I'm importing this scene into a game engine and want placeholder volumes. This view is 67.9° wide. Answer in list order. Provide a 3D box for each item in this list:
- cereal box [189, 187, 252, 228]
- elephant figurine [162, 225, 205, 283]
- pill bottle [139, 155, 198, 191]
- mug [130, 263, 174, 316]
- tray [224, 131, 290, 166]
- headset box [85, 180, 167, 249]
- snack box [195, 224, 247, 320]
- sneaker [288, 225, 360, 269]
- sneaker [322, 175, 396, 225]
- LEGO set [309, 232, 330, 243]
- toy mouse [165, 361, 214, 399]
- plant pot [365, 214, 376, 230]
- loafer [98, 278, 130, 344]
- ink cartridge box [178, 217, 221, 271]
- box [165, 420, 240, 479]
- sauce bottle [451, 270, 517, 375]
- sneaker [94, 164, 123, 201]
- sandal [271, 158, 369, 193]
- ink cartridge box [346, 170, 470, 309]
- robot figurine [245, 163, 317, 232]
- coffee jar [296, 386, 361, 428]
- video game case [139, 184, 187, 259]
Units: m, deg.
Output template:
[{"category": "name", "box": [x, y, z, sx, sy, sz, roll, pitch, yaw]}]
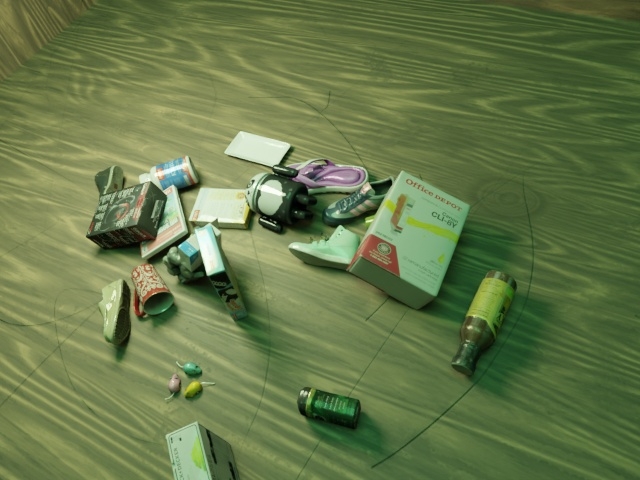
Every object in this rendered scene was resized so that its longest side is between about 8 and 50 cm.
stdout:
[{"category": "cereal box", "box": [-0.396, -0.132, 1.934, 0.241, 0.047, 0.172, 4, 57, 12]}, {"category": "elephant figurine", "box": [-0.455, 0.037, 1.779, 0.186, 0.169, 0.239, 41, 51, 0]}, {"category": "pill bottle", "box": [-0.645, -0.270, 2.022, 0.222, 0.124, 0.124, -20, 56, -4]}, {"category": "mug", "box": [-0.635, 0.181, 1.729, 0.150, 0.113, 0.169, -32, 54, -14]}, {"category": "tray", "box": [-0.277, -0.398, 2.104, 0.271, 0.030, 0.145, 18, 61, 20]}, {"category": "headset box", "box": [-0.757, -0.101, 1.892, 0.294, 0.110, 0.217, -12, 54, 21]}, {"category": "snack box", "box": [-0.327, 0.116, 1.589, 0.060, 0.321, 0.187, -20, 56, -7]}, {"category": "sneaker", "box": [0.019, 0.013, 1.738, 0.256, 0.094, 0.150, 12, 65, 6]}, {"category": "sneaker", "box": [0.149, -0.163, 1.813, 0.319, 0.131, 0.112, -22, 56, -5]}, {"category": "LEGO set", "box": [-0.001, -0.002, 1.801, 0.083, 0.023, 0.054, 6, 54, 29]}, {"category": "toy mouse", "box": [-0.451, 0.449, 1.562, 0.161, 0.031, 0.143, -30, 57, -10]}, {"category": "plant pot", "box": [0.211, -0.066, 1.777, 0.079, 0.083, 0.083, -7, 55, 18]}, {"category": "loafer", "box": [-0.743, 0.260, 1.704, 0.092, 0.101, 0.268, -15, 46, 1]}, {"category": "ink cartridge box", "box": [-0.402, 0.013, 1.649, 0.060, 0.104, 0.180, 38, 58, 15]}, {"category": "box", "box": [-0.303, 0.612, 1.273, 0.087, 0.289, 0.169, -23, 55, -6]}, {"category": "sauce bottle", "box": [0.508, 0.257, 1.488, 0.112, 0.111, 0.344, 23, 65, 23]}, {"category": "sneaker", "box": [-0.937, -0.216, 2.076, 0.118, 0.083, 0.221, -10, 60, 25]}, {"category": "sandal", "box": [-0.013, -0.273, 1.932, 0.417, 0.102, 0.169, -2, 56, 9]}, {"category": "ink cartridge box", "box": [0.305, -0.008, 1.617, 0.279, 0.160, 0.384, 28, 62, 1]}, {"category": "robot figurine", "box": [-0.158, -0.161, 1.837, 0.278, 0.173, 0.209, 21, 62, 21]}, {"category": "coffee jar", "box": [0.024, 0.496, 1.413, 0.185, 0.096, 0.079, 9, 56, 14]}, {"category": "video game case", "box": [-0.644, -0.078, 1.907, 0.204, 0.025, 0.285, -32, 50, 6]}]
